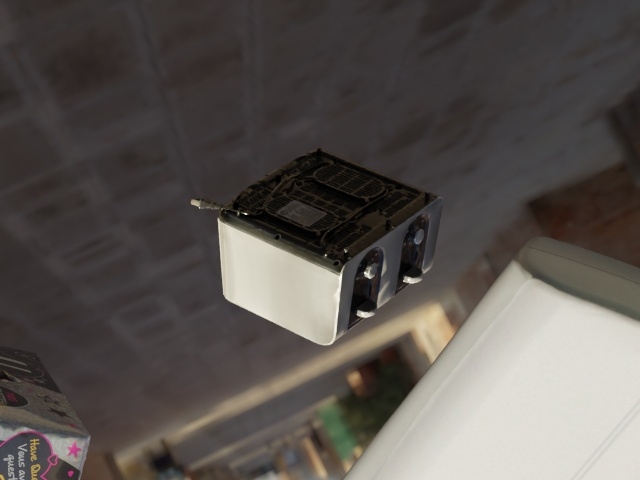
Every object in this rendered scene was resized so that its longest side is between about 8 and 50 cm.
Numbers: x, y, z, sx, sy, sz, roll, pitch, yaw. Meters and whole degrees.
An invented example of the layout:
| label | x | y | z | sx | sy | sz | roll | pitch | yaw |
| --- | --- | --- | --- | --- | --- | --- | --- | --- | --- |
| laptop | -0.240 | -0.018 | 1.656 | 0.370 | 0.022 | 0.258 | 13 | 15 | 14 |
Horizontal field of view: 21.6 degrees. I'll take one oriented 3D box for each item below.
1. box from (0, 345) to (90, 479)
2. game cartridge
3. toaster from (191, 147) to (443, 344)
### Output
| label | x | y | z | sx | sy | sz | roll | pitch | yaw |
| --- | --- | --- | --- | --- | --- | --- | --- | --- | --- |
| box | -0.266 | 0.167 | 1.205 | 0.142 | 0.163 | 0.247 | 14 | -175 | -21 |
| game cartridge | 0.148 | 0.141 | 0.581 | 0.196 | 0.294 | 0.060 | -55 | 175 | 21 |
| toaster | 0.000 | 0.000 | 1.622 | 0.168 | 0.185 | 0.110 | -34 | 137 | -43 |
